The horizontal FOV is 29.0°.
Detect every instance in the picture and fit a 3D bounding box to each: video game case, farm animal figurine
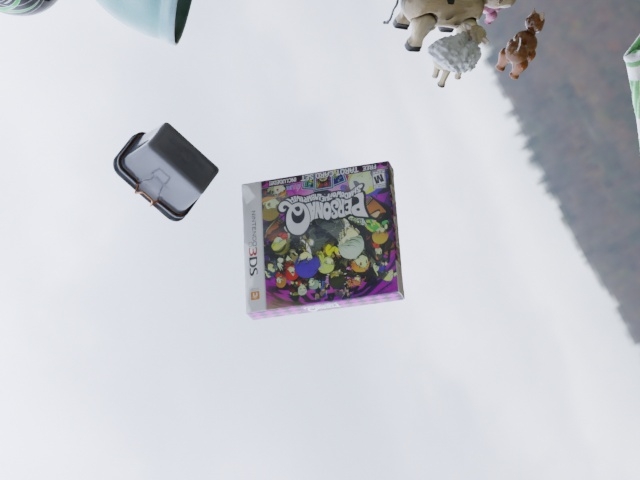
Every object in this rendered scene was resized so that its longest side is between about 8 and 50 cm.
[{"bbox_3d":[0.000,0.000,1.814,0.042,0.232,0.210,55,-150,-65],"label":"video game case"},{"bbox_3d":[0.274,-0.465,2.357,0.327,0.172,0.330,-16,-125,-34],"label":"farm animal figurine"}]

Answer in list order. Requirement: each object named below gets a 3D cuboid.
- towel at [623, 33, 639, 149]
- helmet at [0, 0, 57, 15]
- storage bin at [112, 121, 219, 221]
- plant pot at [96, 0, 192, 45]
[{"bbox_3d":[0.564,-0.255,1.986,0.038,0.248,0.325,22,153,32],"label":"towel"},{"bbox_3d":[-0.533,-0.476,2.185,0.169,0.161,0.169,21,-137,-21],"label":"helmet"},{"bbox_3d":[-0.219,-0.101,1.781,0.135,0.091,0.098,42,-125,-14],"label":"storage bin"},{"bbox_3d":[-0.321,-0.509,2.188,0.293,0.196,0.293,-168,90,-87],"label":"plant pot"}]
